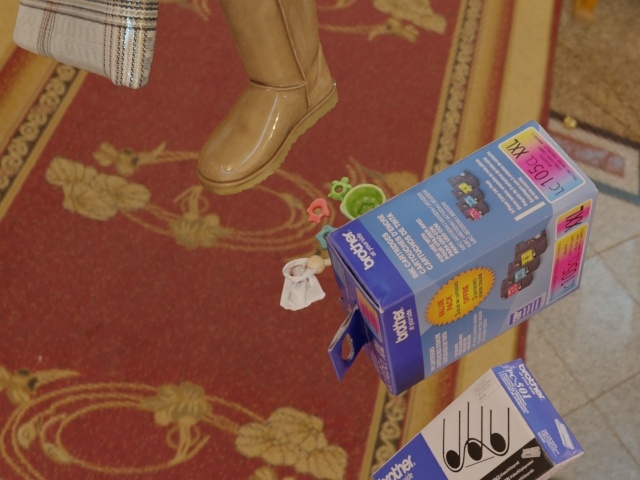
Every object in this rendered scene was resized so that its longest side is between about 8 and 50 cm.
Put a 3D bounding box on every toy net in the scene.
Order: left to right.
[{"bbox_3d":[0.000,0.000,1.383,0.122,0.045,0.232,33,76,26],"label":"toy net"}]

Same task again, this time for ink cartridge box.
[{"bbox_3d":[0.170,0.047,1.249,0.396,0.270,0.151,-28,56,-8],"label":"ink cartridge box"},{"bbox_3d":[0.136,0.204,0.816,0.046,0.207,0.097,-9,58,-40],"label":"ink cartridge box"}]

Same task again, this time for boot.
[{"bbox_3d":[-0.084,-0.217,0.994,0.089,0.269,0.236,21,56,30],"label":"boot"}]

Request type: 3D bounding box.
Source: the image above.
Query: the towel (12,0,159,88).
[{"bbox_3d":[-0.228,-0.323,0.850,0.056,0.312,0.324,-2,20,-34],"label":"towel"}]
